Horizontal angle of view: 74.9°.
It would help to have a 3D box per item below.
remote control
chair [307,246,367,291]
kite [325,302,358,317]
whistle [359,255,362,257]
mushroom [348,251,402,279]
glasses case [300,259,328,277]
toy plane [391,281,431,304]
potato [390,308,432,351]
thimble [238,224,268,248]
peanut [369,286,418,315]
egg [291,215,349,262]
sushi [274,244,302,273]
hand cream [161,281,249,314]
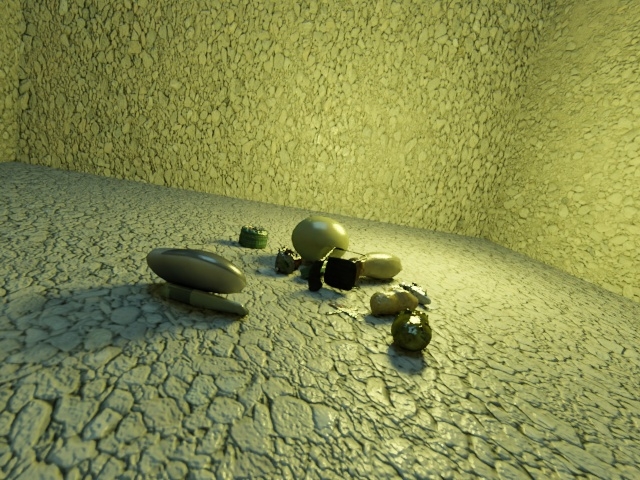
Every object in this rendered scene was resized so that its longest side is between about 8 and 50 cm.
[{"bbox_3d":[-0.364,0.089,1.221,0.332,0.103,0.221,4,-24,35],"label":"remote control"},{"bbox_3d":[0.064,0.122,1.568,0.145,0.140,0.221,15,14,23],"label":"chair"},{"bbox_3d":[0.071,0.230,1.373,0.139,0.011,0.157,17,12,42],"label":"kite"},{"bbox_3d":[0.274,0.097,2.141,0.177,0.033,0.033,3,14,-33],"label":"whistle"},{"bbox_3d":[0.234,0.113,1.800,0.350,0.128,0.128,-3,18,-44],"label":"mushroom"},{"bbox_3d":[-0.005,0.113,1.701,0.078,0.039,0.184,-20,-4,28],"label":"glasses case"},{"bbox_3d":[0.365,0.205,1.641,0.162,0.065,0.171,-12,19,-36],"label":"toy plane"},{"bbox_3d":[0.269,0.256,1.225,0.118,0.090,0.225,14,13,14],"label":"potato"},{"bbox_3d":[-0.318,-0.017,1.991,0.135,0.090,0.118,8,14,-27],"label":"thimble"},{"bbox_3d":[0.250,0.213,1.443,0.214,0.099,0.100,-4,18,-35],"label":"peanut"},{"bbox_3d":[0.000,0.000,1.888,0.270,0.218,0.219,11,11,-13],"label":"egg"},{"bbox_3d":[-0.130,0.081,1.672,0.094,0.097,0.084,19,16,14],"label":"sushi"},{"bbox_3d":[-0.325,0.169,1.186,0.256,0.048,0.079,12,-20,9],"label":"hand cream"}]
